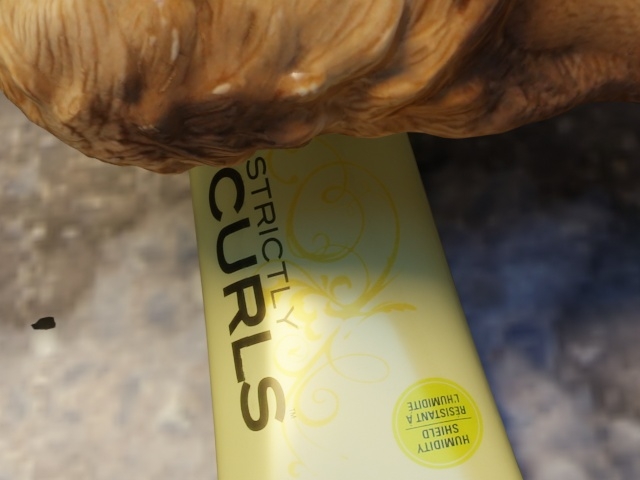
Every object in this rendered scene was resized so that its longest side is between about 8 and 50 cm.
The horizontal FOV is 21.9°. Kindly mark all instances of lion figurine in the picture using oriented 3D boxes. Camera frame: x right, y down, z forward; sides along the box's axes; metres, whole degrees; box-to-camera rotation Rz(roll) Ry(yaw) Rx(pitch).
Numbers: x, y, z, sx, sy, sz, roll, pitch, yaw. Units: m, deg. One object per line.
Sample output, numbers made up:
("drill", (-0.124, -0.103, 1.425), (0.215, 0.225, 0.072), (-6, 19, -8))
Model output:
("lion figurine", (0.119, -0.074, 0.426), (0.392, 0.142, 0.240), (24, 82, -3))

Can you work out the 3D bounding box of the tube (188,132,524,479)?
("tube", (0.000, 0.000, 0.481), (0.070, 0.062, 0.240), (-33, 57, 39))
